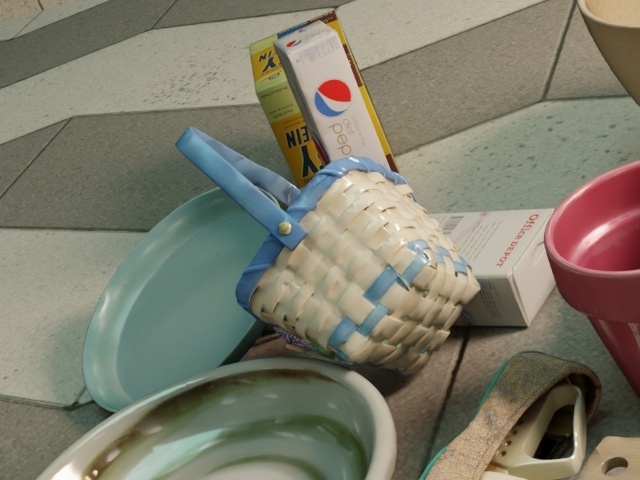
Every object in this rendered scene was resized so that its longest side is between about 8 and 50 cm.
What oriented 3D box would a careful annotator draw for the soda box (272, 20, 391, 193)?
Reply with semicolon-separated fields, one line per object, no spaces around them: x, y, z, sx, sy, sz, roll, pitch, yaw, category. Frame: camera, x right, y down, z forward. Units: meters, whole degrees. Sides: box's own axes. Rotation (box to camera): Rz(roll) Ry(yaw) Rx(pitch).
0.018;-0.157;1.727;0.069;0.216;0.074;-26;26;-7;soda box

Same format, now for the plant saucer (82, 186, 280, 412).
-0.153;0.074;1.650;0.317;0.044;0.317;-28;39;25;plant saucer

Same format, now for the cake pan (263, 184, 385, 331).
-0.018;0.017;1.738;0.293;0.054;0.293;-19;26;10;cake pan

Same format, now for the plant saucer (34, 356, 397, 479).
-0.106;0.264;1.285;0.400;0.100;0.400;-19;26;10;plant saucer

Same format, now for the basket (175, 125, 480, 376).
0.000;0.000;1.422;0.201;0.255;0.289;-49;64;10;basket

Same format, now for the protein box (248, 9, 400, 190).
0.004;-0.178;1.924;0.136;0.200;0.201;-22;26;5;protein box

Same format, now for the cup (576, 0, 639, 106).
0.478;-0.211;1.547;0.331;0.237;0.331;-19;25;10;cup

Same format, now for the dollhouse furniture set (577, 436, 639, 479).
0.298;0.182;1.066;0.129;0.129;0.183;-1;34;39;dollhouse furniture set

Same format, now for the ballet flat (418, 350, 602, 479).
0.159;0.199;1.189;0.106;0.107;0.316;4;37;32;ballet flat

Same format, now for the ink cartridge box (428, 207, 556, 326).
0.168;0.031;1.532;0.175;0.072;0.127;-1;34;38;ink cartridge box

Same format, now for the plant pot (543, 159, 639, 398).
0.320;0.046;1.251;0.201;0.180;0.201;-19;25;9;plant pot
